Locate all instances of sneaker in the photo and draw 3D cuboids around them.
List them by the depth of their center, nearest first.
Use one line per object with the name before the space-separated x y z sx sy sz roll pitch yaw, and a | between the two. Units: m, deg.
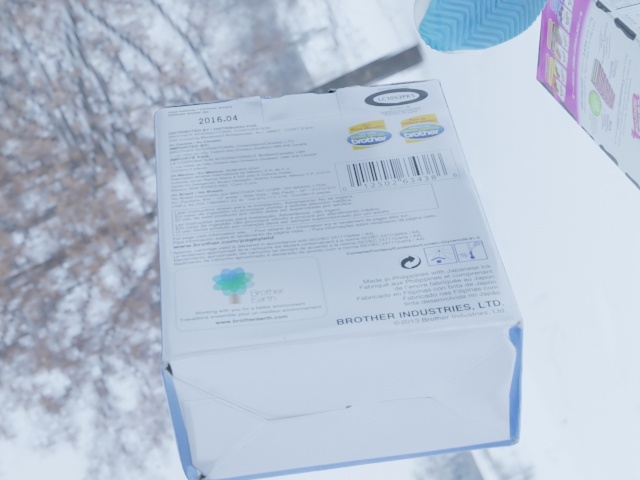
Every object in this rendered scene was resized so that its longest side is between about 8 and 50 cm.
sneaker | 0.132 -0.222 1.001 0.092 0.228 0.087 -9 126 48

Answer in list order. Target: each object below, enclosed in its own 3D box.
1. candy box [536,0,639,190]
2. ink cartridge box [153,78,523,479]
candy box | 0.311 -0.180 1.294 0.233 0.071 0.159 -119 19 -46
ink cartridge box | 0.000 0.000 1.079 0.395 0.270 0.151 -100 6 -48
